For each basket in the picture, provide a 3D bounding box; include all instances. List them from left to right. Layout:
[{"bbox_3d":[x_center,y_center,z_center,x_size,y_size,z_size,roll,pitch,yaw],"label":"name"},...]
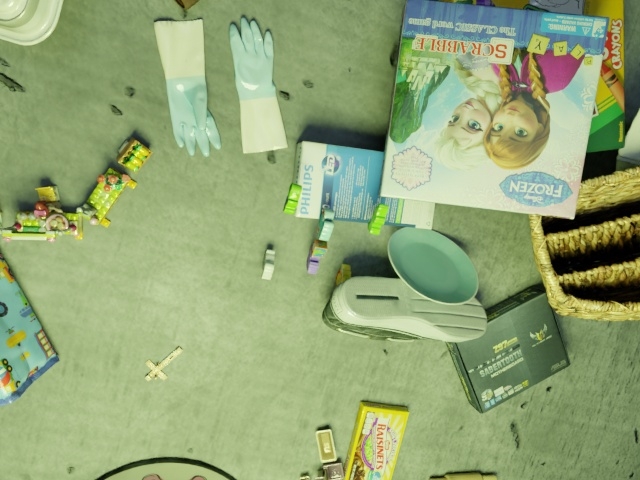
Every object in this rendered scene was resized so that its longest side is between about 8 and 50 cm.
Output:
[{"bbox_3d":[0.545,0.016,0.801,0.299,0.223,0.213,-14,60,20],"label":"basket"}]

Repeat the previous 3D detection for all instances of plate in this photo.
[{"bbox_3d":[0.209,0.049,0.858,0.188,0.188,0.024,12,135,-14],"label":"plate"}]

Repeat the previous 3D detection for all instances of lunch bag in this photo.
[{"bbox_3d":[-0.622,0.170,0.713,0.293,0.138,0.221,-20,103,3],"label":"lunch bag"}]

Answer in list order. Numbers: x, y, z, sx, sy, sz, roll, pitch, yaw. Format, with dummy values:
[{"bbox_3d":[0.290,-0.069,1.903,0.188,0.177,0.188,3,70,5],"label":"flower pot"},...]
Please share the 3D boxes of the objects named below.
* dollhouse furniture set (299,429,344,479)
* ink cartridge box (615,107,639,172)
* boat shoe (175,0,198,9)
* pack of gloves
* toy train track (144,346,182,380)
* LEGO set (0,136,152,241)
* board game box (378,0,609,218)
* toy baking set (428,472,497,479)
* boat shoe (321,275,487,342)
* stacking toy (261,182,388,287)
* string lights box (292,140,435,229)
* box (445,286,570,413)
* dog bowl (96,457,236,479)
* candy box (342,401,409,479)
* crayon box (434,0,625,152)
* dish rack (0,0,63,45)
[{"bbox_3d":[-0.006,0.442,0.893,0.091,0.081,0.114,-10,92,3],"label":"dollhouse furniture set"},{"bbox_3d":[0.655,-0.181,0.887,0.218,0.092,0.158,22,94,-54],"label":"ink cartridge box"},{"bbox_3d":[-0.290,-0.460,0.691,0.257,0.095,0.095,33,84,-15],"label":"boat shoe"},{"bbox_3d":[-0.165,-0.263,0.777,0.195,0.046,0.232,-10,100,-10],"label":"pack of gloves"},{"bbox_3d":[-0.289,0.229,0.836,0.083,0.014,0.048,-42,105,-4],"label":"toy train track"},{"bbox_3d":[-0.398,-0.064,0.721,0.287,0.107,0.132,-21,102,-9],"label":"LEGO set"},{"bbox_3d":[0.274,-0.211,0.751,0.319,0.066,0.318,6,96,3],"label":"board game box"},{"bbox_3d":[0.291,0.610,1.011,0.256,0.030,0.197,8,96,-14],"label":"toy baking set"},{"bbox_3d":[0.160,0.134,0.873,0.335,0.119,0.121,13,61,-21],"label":"boat shoe"},{"bbox_3d":[0.000,0.000,0.797,0.167,0.052,0.221,11,131,-13],"label":"stacking toy"},{"bbox_3d":[0.081,-0.099,0.838,0.260,0.077,0.133,5,97,-13],"label":"string lights box"},{"bbox_3d":[0.397,0.231,0.965,0.233,0.059,0.183,-25,101,-9],"label":"box"},{"bbox_3d":[-0.300,0.625,0.822,0.408,0.150,0.408,-2,98,-12],"label":"dog bowl"},{"bbox_3d":[0.111,0.443,0.950,0.105,0.027,0.206,11,96,-16],"label":"candy box"},{"bbox_3d":[0.366,-0.329,0.825,0.313,0.106,0.363,-7,99,0],"label":"crayon box"},{"bbox_3d":[-0.470,-0.465,0.620,0.285,0.072,0.333,18,95,6],"label":"dish rack"}]
